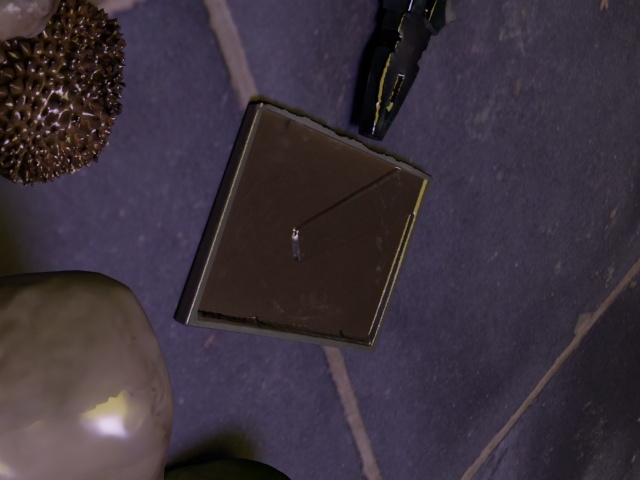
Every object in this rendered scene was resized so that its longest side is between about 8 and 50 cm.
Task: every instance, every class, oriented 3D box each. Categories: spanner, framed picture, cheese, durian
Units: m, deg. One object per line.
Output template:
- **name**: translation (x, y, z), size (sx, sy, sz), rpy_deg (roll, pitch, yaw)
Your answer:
- **spanner**: translation (0.096, -0.244, 0.812), size (0.095, 0.040, 0.325), rpy_deg (16, 93, -52)
- **framed picture**: translation (-0.001, 0.000, 0.832), size (0.265, 0.018, 0.192), rpy_deg (17, 94, -50)
- **cheese**: translation (-0.249, 0.176, 0.531), size (0.350, 0.130, 0.328), rpy_deg (-18, 147, -15)
- **durian**: translation (-0.155, -0.098, 0.571), size (0.110, 0.071, 0.140), rpy_deg (25, 83, -51)

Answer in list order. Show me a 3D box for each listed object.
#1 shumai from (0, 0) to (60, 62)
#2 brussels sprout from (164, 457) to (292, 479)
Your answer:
- **shumai**: translation (-0.228, -0.139, 0.430), size (0.201, 0.120, 0.201), rpy_deg (26, 47, -31)
- **brussels sprout**: translation (-0.072, 0.254, 0.772), size (0.155, 0.155, 0.118), rpy_deg (-35, 132, -34)
